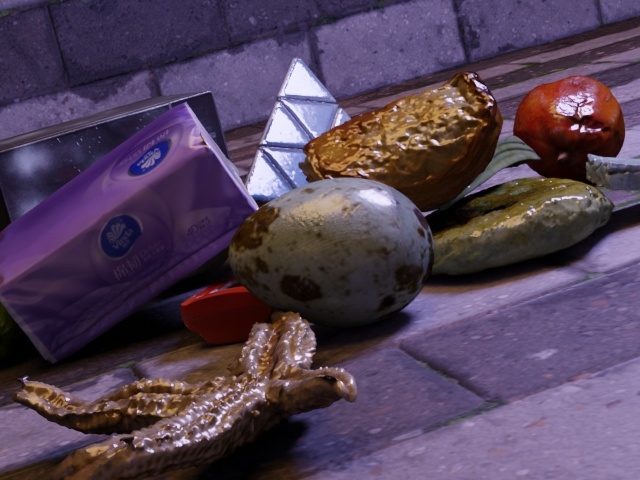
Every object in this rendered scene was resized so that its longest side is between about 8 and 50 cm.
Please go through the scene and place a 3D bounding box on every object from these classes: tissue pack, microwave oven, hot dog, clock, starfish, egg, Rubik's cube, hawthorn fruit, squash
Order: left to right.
[{"bbox_3d":[-0.447,0.089,1.766,0.101,0.101,0.379,-14,15,-2],"label":"squash"},{"bbox_3d":[-0.426,-0.112,2.337,0.432,0.236,0.374,-19,13,-26],"label":"microwave oven"},{"bbox_3d":[-0.266,-0.017,1.634,0.338,0.160,0.242,-35,21,-1],"label":"tissue pack"},{"bbox_3d":[-0.121,0.147,1.155,0.324,0.082,0.432,-15,10,-11],"label":"starfish"},{"bbox_3d":[-0.090,0.077,1.515,0.113,0.061,0.155,-11,9,16],"label":"clock"},{"bbox_3d":[-0.026,-0.098,1.908,0.229,0.233,0.228,-38,38,-6],"label":"Rubik's cube"},{"bbox_3d":[0.013,0.014,1.388,0.231,0.169,0.169,-1,11,-4],"label":"egg"},{"bbox_3d":[0.107,-0.111,1.579,0.259,0.114,0.175,-24,39,3],"label":"hot dog"},{"bbox_3d":[0.379,-0.160,1.870,0.173,0.173,0.179,-16,38,-11],"label":"hawthorn fruit"}]

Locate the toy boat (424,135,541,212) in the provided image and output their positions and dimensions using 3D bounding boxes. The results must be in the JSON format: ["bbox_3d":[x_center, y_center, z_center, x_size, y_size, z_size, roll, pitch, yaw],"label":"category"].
[{"bbox_3d":[0.214,-0.098,1.710,0.093,0.055,0.293,-12,9,39],"label":"toy boat"}]

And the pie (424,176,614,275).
[{"bbox_3d":[0.223,-0.023,1.583,0.323,0.070,0.323,-15,9,2],"label":"pie"}]

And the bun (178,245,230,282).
[{"bbox_3d":[-0.219,-0.006,1.853,0.220,0.134,0.220,-10,41,9],"label":"bun"}]

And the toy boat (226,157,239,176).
[{"bbox_3d":[-0.280,-0.041,2.112,0.330,0.123,0.215,-12,44,-18],"label":"toy boat"}]

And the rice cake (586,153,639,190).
[{"bbox_3d":[0.454,-0.088,1.590,0.211,0.038,0.124,0,9,-4],"label":"rice cake"}]
